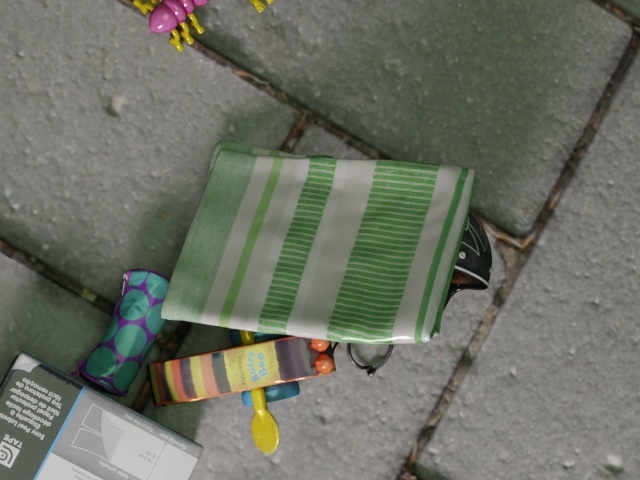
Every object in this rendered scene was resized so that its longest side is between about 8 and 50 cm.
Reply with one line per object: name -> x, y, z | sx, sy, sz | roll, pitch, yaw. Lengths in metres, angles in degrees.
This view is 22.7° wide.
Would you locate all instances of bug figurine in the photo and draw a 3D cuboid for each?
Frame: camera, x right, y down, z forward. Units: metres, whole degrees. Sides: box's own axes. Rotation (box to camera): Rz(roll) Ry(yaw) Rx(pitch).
bug figurine -> -0.176, -0.362, 1.916 | 0.279, 0.072, 0.216 | 42, 77, -8

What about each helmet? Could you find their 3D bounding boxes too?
helmet -> 0.118, 0.018, 1.914 | 0.161, 0.169, 0.169 | -43, 97, 2

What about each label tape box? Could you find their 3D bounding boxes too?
label tape box -> -0.316, 0.328, 1.810 | 0.240, 0.106, 0.334 | 29, 79, -10

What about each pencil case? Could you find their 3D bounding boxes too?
pencil case -> -0.227, 0.107, 1.870 | 0.070, 0.064, 0.152 | 28, 80, -13

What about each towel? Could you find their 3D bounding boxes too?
towel -> 0.000, 0.000, 1.838 | 0.324, 0.038, 0.248 | 7, 61, 17

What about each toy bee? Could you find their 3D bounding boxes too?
toy bee -> -0.051, 0.129, 1.865 | 0.298, 0.162, 0.195 | -32, 92, -14
